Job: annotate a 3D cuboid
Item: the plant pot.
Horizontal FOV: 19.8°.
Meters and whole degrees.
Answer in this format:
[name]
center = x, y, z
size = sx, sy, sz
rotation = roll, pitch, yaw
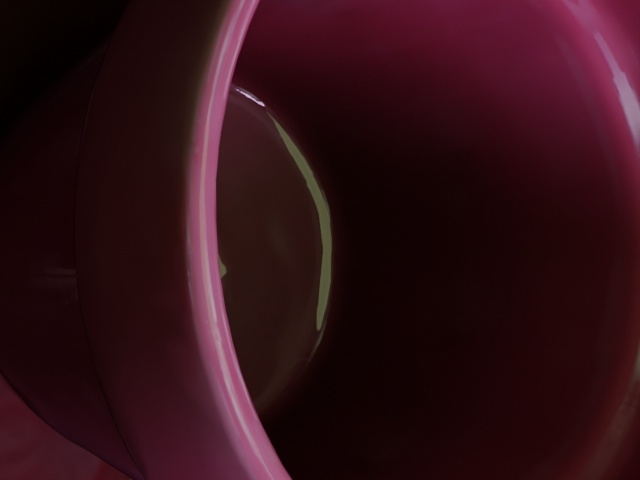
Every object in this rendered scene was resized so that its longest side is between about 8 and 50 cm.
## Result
[plant pot]
center = 0.000, 0.000, 0.502
size = 0.201, 0.180, 0.201
rotation = 3, 86, -36
